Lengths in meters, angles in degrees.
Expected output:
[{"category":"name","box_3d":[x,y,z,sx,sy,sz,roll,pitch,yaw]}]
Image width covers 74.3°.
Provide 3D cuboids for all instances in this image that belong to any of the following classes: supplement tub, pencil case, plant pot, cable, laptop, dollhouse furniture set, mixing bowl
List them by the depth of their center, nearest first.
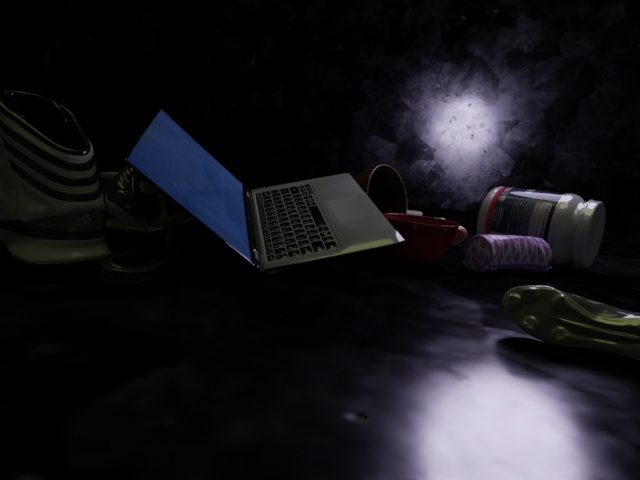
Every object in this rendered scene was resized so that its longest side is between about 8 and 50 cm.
[{"category":"cable","box_3d":[-0.241,0.031,0.719,0.139,0.072,0.287,22,23,2]},{"category":"laptop","box_3d":[-0.097,-0.133,0.817,0.407,0.237,0.382,-11,29,-7]},{"category":"pencil case","box_3d":[0.431,0.032,0.967,0.205,0.086,0.088,0,46,-23]},{"category":"mixing bowl","box_3d":[0.226,-0.003,0.984,0.181,0.098,0.181,5,10,-1]},{"category":"dollhouse furniture set","box_3d":[-0.440,-0.102,1.057,0.128,0.130,0.184,7,11,6]},{"category":"supplement tub","box_3d":[0.585,-0.039,1.137,0.191,0.191,0.272,-4,14,-45]},{"category":"plant pot","box_3d":[0.127,-0.118,1.375,0.230,0.216,0.215,-6,-1,43]}]

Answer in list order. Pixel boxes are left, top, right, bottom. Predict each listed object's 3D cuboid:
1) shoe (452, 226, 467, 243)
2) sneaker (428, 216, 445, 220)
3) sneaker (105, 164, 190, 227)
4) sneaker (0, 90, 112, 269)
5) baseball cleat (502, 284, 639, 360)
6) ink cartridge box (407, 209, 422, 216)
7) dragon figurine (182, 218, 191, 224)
[{"category":"shoe","box_3d":[0.345,-0.014,1.246,0.177,0.064,0.081,2,11,7]},{"category":"sneaker","box_3d":[0.471,-0.078,1.761,0.069,0.038,0.098,1,1,-16]},{"category":"sneaker","box_3d":[-0.309,-0.083,0.854,0.145,0.147,0.385,39,16,-8]},{"category":"sneaker","box_3d":[-0.517,-0.119,0.732,0.447,0.258,0.169,11,11,29]},{"category":"baseball cleat","box_3d":[0.347,0.111,0.548,0.205,0.072,0.109,18,1,32]},{"category":"ink cartridge box","box_3d":[0.317,-0.082,1.587,0.198,0.067,0.115,8,9,9]},{"category":"dragon figurine","box_3d":[-0.326,-0.082,1.120,0.085,0.144,0.289,7,42,6]}]
